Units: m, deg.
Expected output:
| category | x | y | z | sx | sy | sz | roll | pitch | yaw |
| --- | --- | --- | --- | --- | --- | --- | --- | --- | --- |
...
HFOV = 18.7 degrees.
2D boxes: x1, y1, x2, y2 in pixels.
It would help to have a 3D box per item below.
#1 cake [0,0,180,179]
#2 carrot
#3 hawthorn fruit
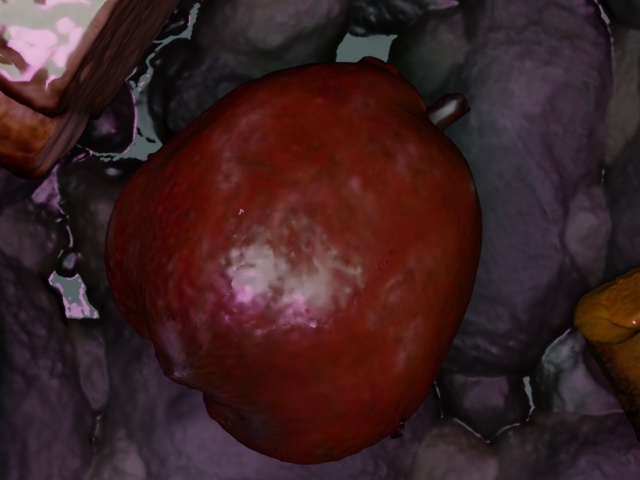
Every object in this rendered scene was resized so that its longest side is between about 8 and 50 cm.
| category | x | y | z | sx | sy | sz | roll | pitch | yaw |
| --- | --- | --- | --- | --- | --- | --- | --- | --- | --- |
| cake | -0.148 | -0.177 | 0.950 | 0.199 | 0.196 | 0.293 | 33 | 93 | -1 |
| carrot | 0.205 | 0.092 | 1.016 | 0.082 | 0.082 | 0.173 | -35 | 95 | -2 |
| hawthorn fruit | 0.000 | 0.000 | 0.962 | 0.185 | 0.185 | 0.202 | 42 | 83 | -2 |
